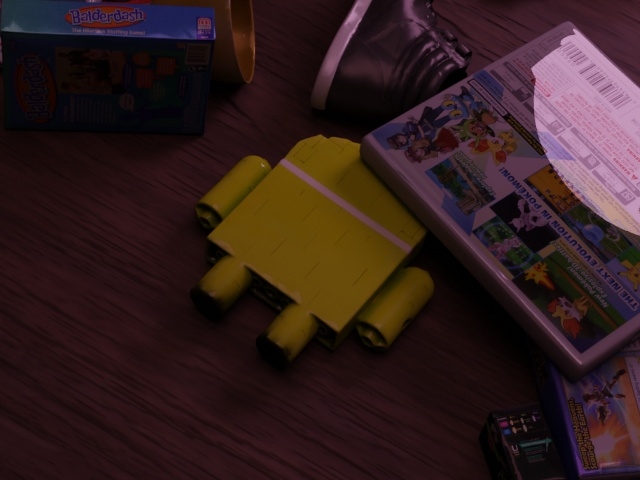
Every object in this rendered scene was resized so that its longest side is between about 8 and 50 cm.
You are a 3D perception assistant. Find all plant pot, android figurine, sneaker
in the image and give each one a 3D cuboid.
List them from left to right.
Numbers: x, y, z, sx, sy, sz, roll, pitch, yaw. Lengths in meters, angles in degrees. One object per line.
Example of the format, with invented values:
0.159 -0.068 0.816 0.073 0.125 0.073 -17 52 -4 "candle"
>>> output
-0.129 -0.230 1.751 0.095 0.134 0.134 -4 57 8 "plant pot"
0.000 0.000 1.657 0.248 0.056 0.273 34 59 13 "android figurine"
0.108 -0.239 1.805 0.147 0.104 0.296 23 63 4 "sneaker"

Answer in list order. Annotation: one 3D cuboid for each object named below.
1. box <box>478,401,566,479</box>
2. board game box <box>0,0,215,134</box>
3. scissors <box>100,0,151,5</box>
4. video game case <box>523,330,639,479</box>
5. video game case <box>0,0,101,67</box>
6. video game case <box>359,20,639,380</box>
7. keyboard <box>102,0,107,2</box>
0.190 0.205 1.551 0.052 0.062 0.083 -10 59 -13 "box"
-0.217 -0.174 1.672 0.210 0.160 0.047 1 57 -9 "board game box"
-0.125 -0.276 1.837 0.297 0.021 0.109 -6 74 -24 "scissors"
0.333 0.116 1.632 0.244 0.061 0.270 -2 58 -12 "video game case"
-0.321 -0.277 1.767 0.173 0.022 0.190 22 74 8 "video game case"
0.255 -0.052 1.674 0.300 0.036 0.329 -31 66 -26 "video game case"
-0.313 -0.310 1.815 0.180 0.023 0.108 33 64 6 "keyboard"
